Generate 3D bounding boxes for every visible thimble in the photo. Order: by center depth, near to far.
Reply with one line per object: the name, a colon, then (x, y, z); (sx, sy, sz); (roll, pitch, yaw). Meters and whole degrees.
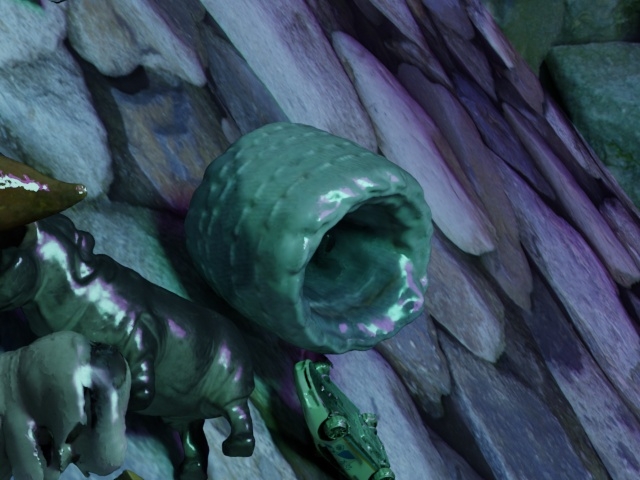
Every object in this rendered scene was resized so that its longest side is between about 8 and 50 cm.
thimble: (0.000, 0.000, 1.923); (0.172, 0.204, 0.250); (26, 6, 38)

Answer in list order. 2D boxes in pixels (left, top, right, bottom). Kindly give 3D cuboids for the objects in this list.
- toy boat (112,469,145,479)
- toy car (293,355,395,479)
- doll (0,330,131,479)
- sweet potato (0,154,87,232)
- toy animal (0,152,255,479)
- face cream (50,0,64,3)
toy boat: (-0.118, 0.272, 1.501); (0.200, 0.057, 0.077); (58, 26, 10)
toy car: (0.016, 0.184, 1.921); (0.186, 0.058, 0.093); (50, 17, -44)
doll: (-0.220, 0.126, 1.357); (0.149, 0.192, 0.095); (-92, 162, -65)
sweet potato: (-0.350, -0.044, 1.427); (0.355, 0.106, 0.095); (11, 62, -34)
toy animal: (-0.179, 0.069, 1.599); (0.343, 0.106, 0.168); (42, 33, -34)
face cream: (-0.339, -0.293, 1.923); (0.244, 0.058, 0.092); (17, 47, -49)
